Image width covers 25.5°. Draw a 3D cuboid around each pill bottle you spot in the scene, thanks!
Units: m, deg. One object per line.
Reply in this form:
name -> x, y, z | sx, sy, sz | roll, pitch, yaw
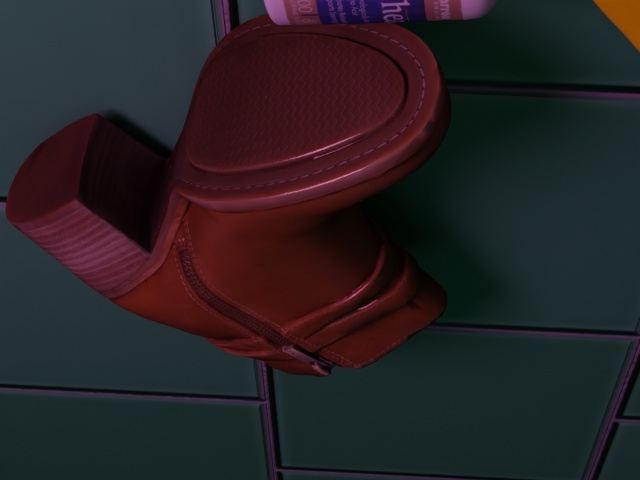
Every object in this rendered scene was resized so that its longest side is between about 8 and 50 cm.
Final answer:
pill bottle -> 0.038, -0.123, 0.576 | 0.120, 0.067, 0.067 | -1, 148, 8

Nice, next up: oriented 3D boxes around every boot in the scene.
boot -> 0.000, 0.000, 0.733 | 0.283, 0.109, 0.220 | -20, 139, 37

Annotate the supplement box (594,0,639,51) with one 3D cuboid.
supplement box -> 0.190, -0.142, 0.408 | 0.194, 0.195, 0.356 | -20, 141, 33
